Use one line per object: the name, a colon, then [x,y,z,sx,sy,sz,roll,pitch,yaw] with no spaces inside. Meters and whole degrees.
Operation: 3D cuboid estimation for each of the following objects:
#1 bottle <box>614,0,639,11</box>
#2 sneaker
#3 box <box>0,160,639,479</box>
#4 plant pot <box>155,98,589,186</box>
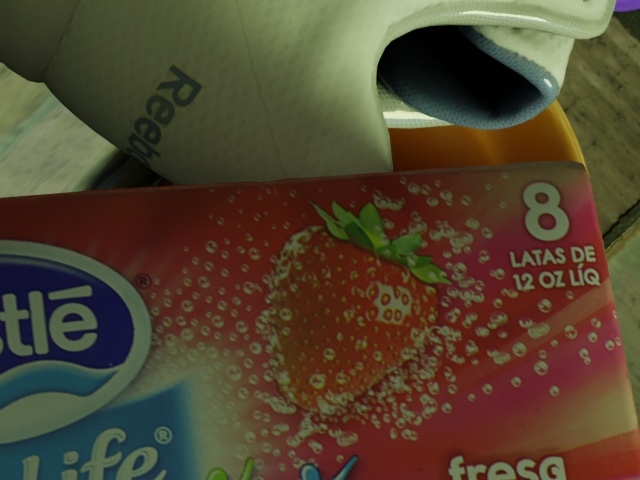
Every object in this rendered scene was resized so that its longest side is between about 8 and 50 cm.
bottle: [0.111,-0.142,0.659,0.283,0.092,0.118,-23,-133,28]
sneaker: [0.032,-0.096,0.512,0.297,0.129,0.111,-42,174,-36]
box: [-0.074,0.066,0.380,0.257,0.122,0.128,-5,164,-16]
plant pot: [0.000,0.000,0.953,0.205,0.205,0.188,-41,-168,-28]
